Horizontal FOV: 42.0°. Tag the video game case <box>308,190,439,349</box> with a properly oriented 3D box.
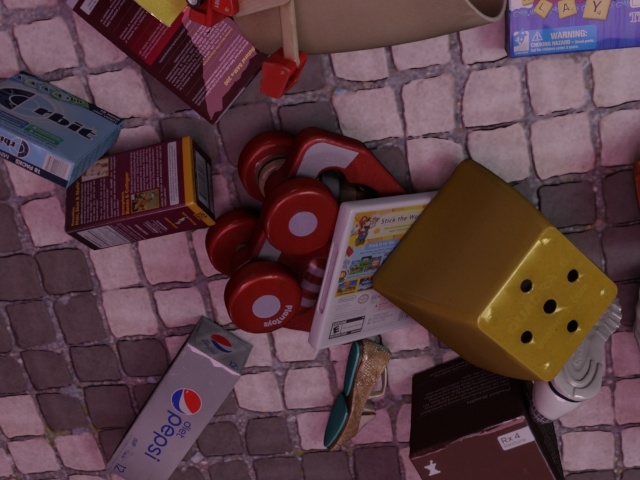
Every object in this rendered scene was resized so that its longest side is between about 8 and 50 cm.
[{"bbox_3d":[0.095,0.035,1.114,0.227,0.026,0.206,-8,122,-39],"label":"video game case"}]

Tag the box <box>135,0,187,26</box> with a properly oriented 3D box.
[{"bbox_3d":[-0.118,-0.352,0.929,0.058,0.087,0.232,35,114,-30],"label":"box"}]

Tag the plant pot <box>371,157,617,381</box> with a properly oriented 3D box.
[{"bbox_3d":[0.233,0.054,1.038,0.212,0.187,0.212,38,89,-26],"label":"plant pot"}]

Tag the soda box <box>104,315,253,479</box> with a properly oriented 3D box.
[{"bbox_3d":[-0.221,0.261,1.297,0.098,0.091,0.286,32,113,-6],"label":"soda box"}]

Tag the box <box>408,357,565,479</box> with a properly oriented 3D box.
[{"bbox_3d":[0.236,0.282,1.189,0.168,0.203,0.167,-23,109,17],"label":"box"}]

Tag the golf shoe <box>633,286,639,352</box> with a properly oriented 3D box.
[{"bbox_3d":[0.503,0.189,1.083,0.115,0.306,0.140,-12,149,-6],"label":"golf shoe"}]

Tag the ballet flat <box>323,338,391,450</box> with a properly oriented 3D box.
[{"bbox_3d":[0.060,0.242,1.270,0.067,0.073,0.206,10,119,-13],"label":"ballet flat"}]

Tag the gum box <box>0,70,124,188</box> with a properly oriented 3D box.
[{"bbox_3d":[-0.360,-0.149,1.081,0.157,0.184,0.041,26,115,-4],"label":"gum box"}]

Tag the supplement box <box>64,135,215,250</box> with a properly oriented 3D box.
[{"bbox_3d":[-0.247,-0.062,1.139,0.188,0.081,0.104,-12,67,12],"label":"supplement box"}]

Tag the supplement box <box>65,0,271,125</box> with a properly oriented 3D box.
[{"bbox_3d":[-0.185,-0.277,1.065,0.239,0.073,0.130,40,112,-10],"label":"supplement box"}]

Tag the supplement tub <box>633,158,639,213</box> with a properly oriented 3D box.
[{"bbox_3d":[0.557,-0.064,1.002,0.315,0.193,0.194,-15,111,13],"label":"supplement tub"}]

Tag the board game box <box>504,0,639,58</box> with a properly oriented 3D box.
[{"bbox_3d":[0.369,-0.384,0.952,0.318,0.066,0.318,-4,113,9],"label":"board game box"}]

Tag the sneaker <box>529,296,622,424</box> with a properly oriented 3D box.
[{"bbox_3d":[0.333,0.139,1.114,0.090,0.235,0.095,30,137,10],"label":"sneaker"}]

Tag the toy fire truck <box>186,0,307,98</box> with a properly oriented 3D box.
[{"bbox_3d":[-0.074,-0.260,0.884,0.135,0.047,0.192,24,132,13],"label":"toy fire truck"}]

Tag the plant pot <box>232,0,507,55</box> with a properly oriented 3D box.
[{"bbox_3d":[0.032,-0.320,0.945,0.274,0.256,0.257,-16,112,31],"label":"plant pot"}]

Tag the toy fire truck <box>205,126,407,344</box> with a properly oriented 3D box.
[{"bbox_3d":[0.000,0.000,1.136,0.253,0.169,0.302,14,116,-28],"label":"toy fire truck"}]
